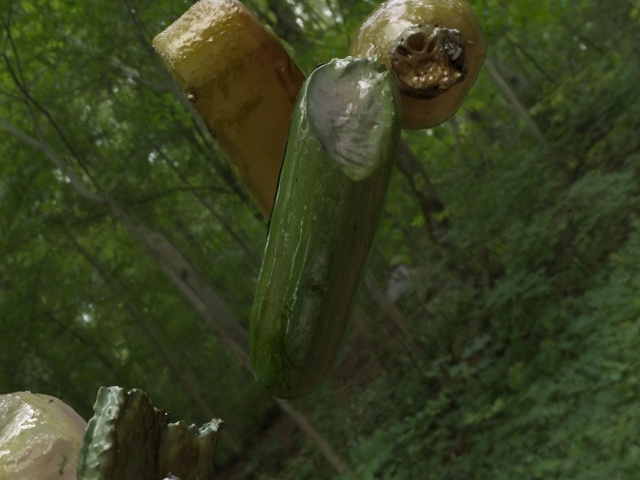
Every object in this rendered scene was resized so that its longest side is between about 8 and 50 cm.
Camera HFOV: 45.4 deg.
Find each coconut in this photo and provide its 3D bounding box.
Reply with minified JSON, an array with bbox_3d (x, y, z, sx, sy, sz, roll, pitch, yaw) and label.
[{"bbox_3d":[-0.303,0.264,0.740,0.237,0.197,0.237,23,-90,-81],"label":"coconut"}]

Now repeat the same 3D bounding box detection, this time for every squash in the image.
[{"bbox_3d":[0.000,0.000,0.478,0.069,0.069,0.239,-10,-57,-42],"label":"squash"}]

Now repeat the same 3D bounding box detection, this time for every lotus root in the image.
[{"bbox_3d":[0.099,-0.189,0.803,0.146,0.130,0.303,-63,-3,12],"label":"lotus root"}]

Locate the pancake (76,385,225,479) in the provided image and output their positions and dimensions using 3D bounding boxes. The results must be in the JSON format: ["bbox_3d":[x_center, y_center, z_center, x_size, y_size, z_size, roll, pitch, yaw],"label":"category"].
[{"bbox_3d":[-0.111,0.184,0.473,0.054,0.376,0.197,-3,-77,2],"label":"pancake"}]

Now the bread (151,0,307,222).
[{"bbox_3d":[-0.047,-0.095,0.659,0.094,0.102,0.245,-38,-50,-6],"label":"bread"}]

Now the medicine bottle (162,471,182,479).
[{"bbox_3d":[-0.043,0.201,0.277,0.201,0.171,0.052,-45,-22,-57],"label":"medicine bottle"}]
